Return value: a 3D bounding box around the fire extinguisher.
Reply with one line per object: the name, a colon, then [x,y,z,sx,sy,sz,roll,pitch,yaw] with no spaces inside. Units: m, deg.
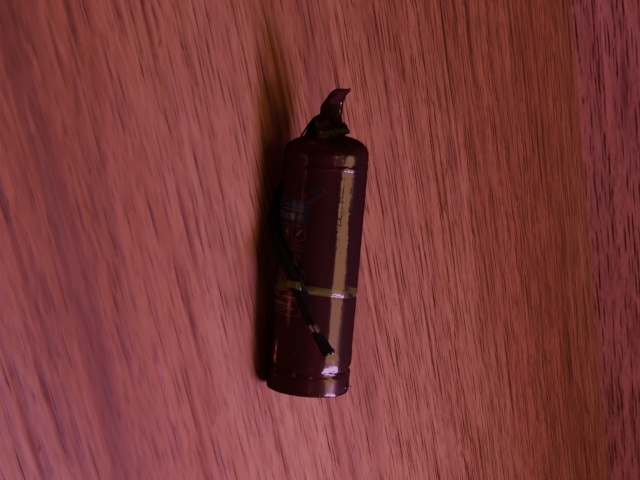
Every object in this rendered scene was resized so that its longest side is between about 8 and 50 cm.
fire extinguisher: [0.000,0.000,1.706,0.141,0.105,0.341,-154,-114,-67]
